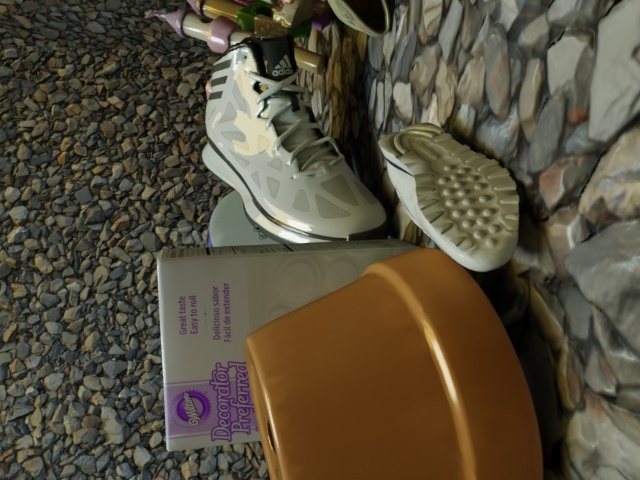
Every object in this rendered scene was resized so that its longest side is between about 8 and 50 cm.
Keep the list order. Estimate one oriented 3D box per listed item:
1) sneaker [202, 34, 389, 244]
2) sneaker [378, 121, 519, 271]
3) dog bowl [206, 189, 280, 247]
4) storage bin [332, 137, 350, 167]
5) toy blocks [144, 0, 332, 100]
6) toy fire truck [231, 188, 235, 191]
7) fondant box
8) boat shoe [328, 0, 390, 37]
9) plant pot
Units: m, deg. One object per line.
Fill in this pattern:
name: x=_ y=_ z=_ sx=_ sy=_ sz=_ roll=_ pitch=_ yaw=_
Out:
sneaker: x=-0.060 y=-0.171 z=0.890 sx=0.447 sy=0.169 sz=0.258 roll=38 pitch=137 yaw=38
sneaker: x=0.130 y=-0.035 z=0.569 sx=0.235 sy=0.090 sz=0.095 roll=-108 pitch=2 yaw=-55
dog bowl: x=-0.148 y=-0.002 z=1.409 sx=0.104 sy=0.264 sz=0.265 roll=113 pitch=152 yaw=-60
storage bin: x=0.002 y=-0.114 z=1.119 sx=0.180 sy=0.084 sz=0.122 roll=-106 pitch=18 yaw=-52
toy blocks: x=-0.145 y=-0.455 z=1.101 sx=0.288 sy=0.260 sz=0.309 roll=-49 pitch=-22 yaw=-41
toy fire truck: x=-0.150 y=-0.267 z=1.686 sx=0.254 sy=0.169 sz=0.302 roll=-50 pitch=40 yaw=44
fondant box: x=-0.036 y=0.126 z=0.740 sx=0.096 sy=0.330 sz=0.238 roll=-147 pitch=55 yaw=-76
boat shoe: x=0.019 y=-0.399 z=0.753 sx=0.285 sy=0.104 sz=0.089 roll=43 pitch=-168 yaw=-44
plant pot: x=0.044 y=0.167 z=0.561 sx=0.291 sy=0.203 sz=0.291 roll=169 pitch=90 yaw=-76
